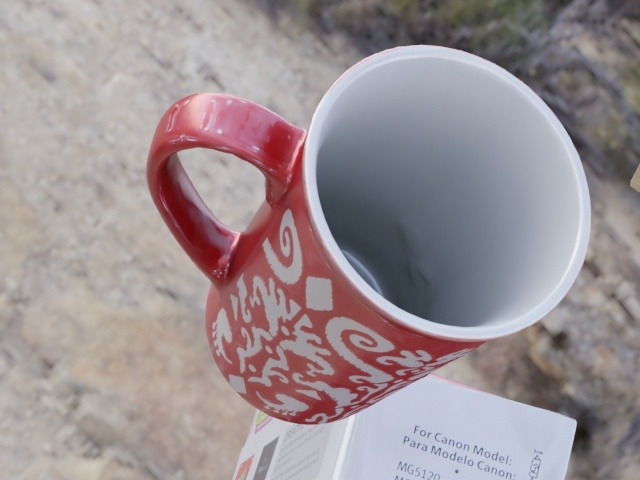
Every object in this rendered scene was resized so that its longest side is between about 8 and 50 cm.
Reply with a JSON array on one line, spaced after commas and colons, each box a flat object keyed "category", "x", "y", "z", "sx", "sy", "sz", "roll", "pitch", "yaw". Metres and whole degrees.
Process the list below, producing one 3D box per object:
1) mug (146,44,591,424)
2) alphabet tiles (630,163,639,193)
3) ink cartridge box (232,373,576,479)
[{"category": "mug", "x": 0.008, "y": -0.004, "z": 0.677, "sx": 0.113, "sy": 0.169, "sz": 0.150, "roll": -41, "pitch": 87, "yaw": -28}, {"category": "alphabet tiles", "x": 0.194, "y": -0.019, "z": 0.476, "sx": 0.009, "sy": 0.198, "sz": 0.237, "roll": 15, "pitch": 16, "yaw": -40}, {"category": "ink cartridge box", "x": 0.025, "y": 0.177, "z": 0.999, "sx": 0.130, "sy": 0.309, "sz": 0.272, "roll": 19, "pitch": 70, "yaw": -9}]
